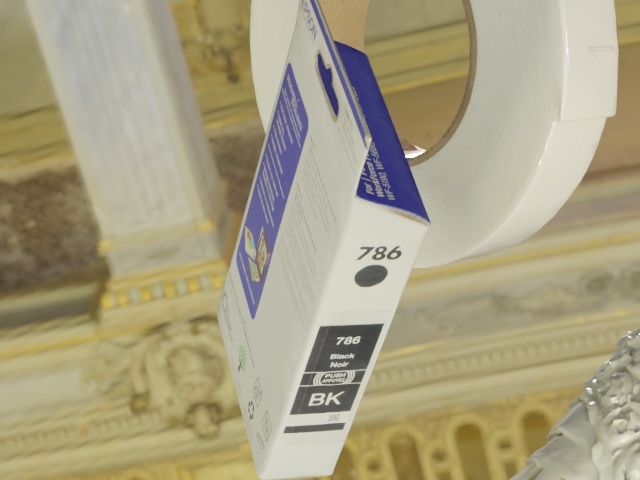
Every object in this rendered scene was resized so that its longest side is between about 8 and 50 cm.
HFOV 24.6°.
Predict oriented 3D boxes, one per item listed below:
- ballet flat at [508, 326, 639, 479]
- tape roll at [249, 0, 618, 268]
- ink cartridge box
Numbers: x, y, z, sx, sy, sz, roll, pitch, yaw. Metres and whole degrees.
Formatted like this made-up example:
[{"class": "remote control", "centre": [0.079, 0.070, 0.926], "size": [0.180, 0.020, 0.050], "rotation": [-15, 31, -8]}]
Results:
[{"class": "ballet flat", "centre": [0.180, 0.247, 1.050], "size": [0.147, 0.408, 0.147], "rotation": [11, 172, 2]}, {"class": "tape roll", "centre": [0.083, -0.168, 1.277], "size": [0.072, 0.392, 0.392], "rotation": [-9, -164, -40]}, {"class": "ink cartridge box", "centre": [0.000, 0.000, 0.988], "size": [0.065, 0.332, 0.165], "rotation": [-1, -132, -18]}]
